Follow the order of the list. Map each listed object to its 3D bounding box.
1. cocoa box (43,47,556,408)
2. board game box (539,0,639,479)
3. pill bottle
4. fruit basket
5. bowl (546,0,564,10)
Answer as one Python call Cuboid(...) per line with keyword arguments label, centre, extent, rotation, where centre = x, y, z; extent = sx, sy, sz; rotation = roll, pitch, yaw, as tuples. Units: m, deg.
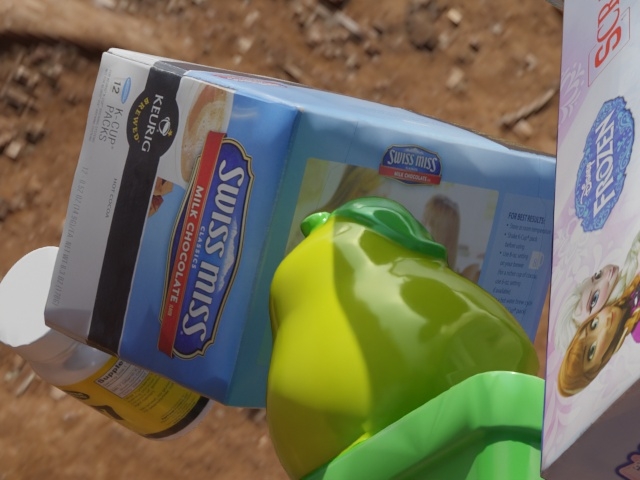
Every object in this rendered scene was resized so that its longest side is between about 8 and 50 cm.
Cuboid(label="cocoa box", centre=(0.000, 0.000, 1.520), extent=(0.347, 0.228, 0.231), rotation=(7, 100, -47))
Cuboid(label="board game box", centre=(0.232, 0.028, 0.706), extent=(0.318, 0.066, 0.319), rotation=(29, 37, -13))
Cuboid(label="pill bottle", centre=(-0.193, 0.093, 1.732), extent=(0.208, 0.119, 0.119), rotation=(38, 47, -44))
Cuboid(label="fruit basket", centre=(0.084, 0.164, 1.202), extent=(0.283, 0.392, 0.392), rotation=(25, 56, -24))
Cuboid(label="bowl", centre=(0.145, -0.237, 1.191), extent=(0.298, 0.298, 0.134), rotation=(38, 94, -2))
